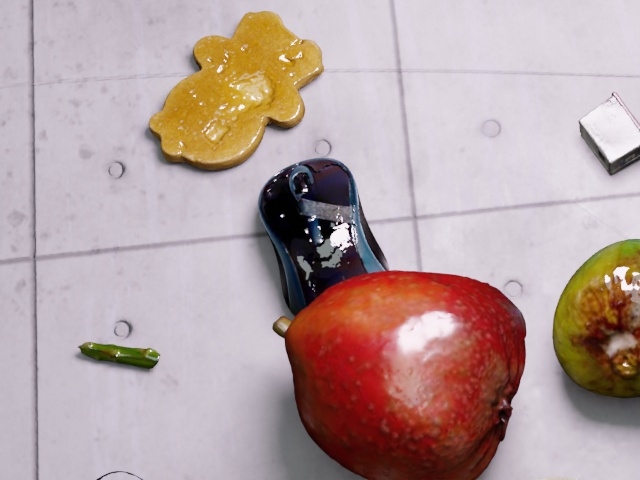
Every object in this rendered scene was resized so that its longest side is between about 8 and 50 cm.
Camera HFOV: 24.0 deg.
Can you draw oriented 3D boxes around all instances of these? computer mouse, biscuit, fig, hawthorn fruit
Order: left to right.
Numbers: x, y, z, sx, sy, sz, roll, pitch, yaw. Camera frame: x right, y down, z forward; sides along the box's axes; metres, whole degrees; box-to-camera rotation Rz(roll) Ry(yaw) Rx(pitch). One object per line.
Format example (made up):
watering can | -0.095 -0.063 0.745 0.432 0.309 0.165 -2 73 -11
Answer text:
biscuit | -0.112 -0.191 2.002 0.184 0.035 0.249 36 78 18
computer mouse | 0.000 0.000 1.888 0.137 0.096 0.233 -21 71 -1
hawthorn fruit | 0.078 0.151 1.744 0.307 0.265 0.265 20 73 15
fig | 0.368 0.086 1.785 0.181 0.181 0.191 18 49 12

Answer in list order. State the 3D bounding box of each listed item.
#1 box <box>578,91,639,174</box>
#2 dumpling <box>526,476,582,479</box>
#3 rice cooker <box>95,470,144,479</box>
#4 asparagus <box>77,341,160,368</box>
box | 0.374 -0.134 1.920 0.063 0.060 0.084 -32 70 2
dumpling | 0.239 0.354 1.731 0.166 0.126 0.216 33 91 37
rice cooker | -0.263 0.369 1.769 0.142 0.118 0.203 35 81 17
asparagus | -0.253 0.143 1.903 0.108 0.021 0.025 8 67 9
